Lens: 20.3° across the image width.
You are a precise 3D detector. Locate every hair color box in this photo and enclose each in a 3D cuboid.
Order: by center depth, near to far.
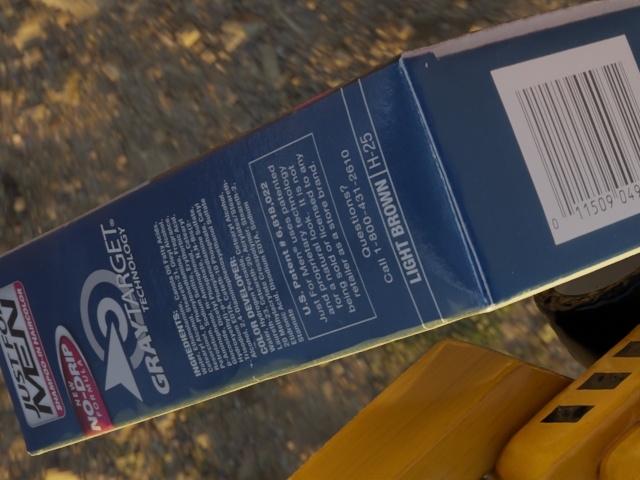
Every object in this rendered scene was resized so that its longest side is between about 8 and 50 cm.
[{"bbox_3d":[0.000,0.000,0.825,0.174,0.347,0.105,-18,87,-41],"label":"hair color box"}]

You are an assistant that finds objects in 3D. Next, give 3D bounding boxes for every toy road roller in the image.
[{"bbox_3d":[0.158,0.143,0.878,0.329,0.240,0.202,-40,110,-13],"label":"toy road roller"}]
